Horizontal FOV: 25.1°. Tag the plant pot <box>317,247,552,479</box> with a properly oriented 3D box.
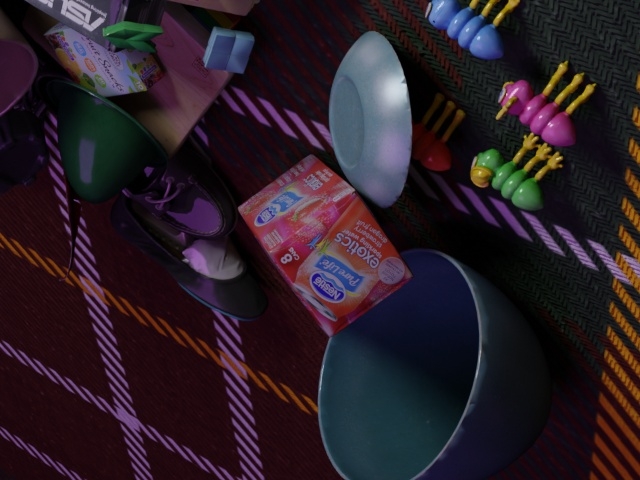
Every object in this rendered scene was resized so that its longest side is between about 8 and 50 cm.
[{"bbox_3d":[0.161,0.175,1.714,0.195,0.290,0.290,20,161,-33],"label":"plant pot"}]

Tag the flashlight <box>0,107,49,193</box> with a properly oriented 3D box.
[{"bbox_3d":[-0.424,-0.196,1.907,0.304,0.103,0.103,-121,18,-46],"label":"flashlight"}]

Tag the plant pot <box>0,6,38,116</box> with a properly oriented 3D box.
[{"bbox_3d":[-0.508,-0.269,1.681,0.274,0.257,0.256,60,150,14],"label":"plant pot"}]

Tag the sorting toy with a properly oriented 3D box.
[{"bbox_3d":[-0.219,-0.258,1.759,0.257,0.089,0.255,44,148,-2],"label":"sorting toy"}]

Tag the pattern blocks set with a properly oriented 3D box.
[{"bbox_3d":[-0.107,-0.320,1.451,0.285,0.026,0.324,15,123,-29],"label":"pattern blocks set"}]

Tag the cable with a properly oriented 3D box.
[{"bbox_3d":[-0.439,-0.173,2.109,0.139,0.072,0.287,52,147,-6],"label":"cable"}]

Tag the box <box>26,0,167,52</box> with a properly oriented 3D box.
[{"bbox_3d":[-0.312,-0.433,1.532,0.395,0.097,0.318,32,127,15],"label":"box"}]

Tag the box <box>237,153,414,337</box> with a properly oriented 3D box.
[{"bbox_3d":[0.000,0.000,1.686,0.128,0.123,0.257,55,178,-17],"label":"box"}]

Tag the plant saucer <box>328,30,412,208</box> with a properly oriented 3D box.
[{"bbox_3d":[0.045,-0.130,1.564,0.195,0.037,0.194,175,90,-70],"label":"plant saucer"}]

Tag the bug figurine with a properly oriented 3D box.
[{"bbox_3d":[0.165,-0.134,1.499,0.216,0.072,0.279,36,147,12],"label":"bug figurine"}]

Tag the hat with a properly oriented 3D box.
[{"bbox_3d":[-0.303,-0.067,1.787,0.173,0.183,0.208,12,155,50],"label":"hat"}]

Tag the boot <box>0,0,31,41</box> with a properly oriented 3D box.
[{"bbox_3d":[-0.587,-0.435,1.898,0.445,0.146,0.367,9,125,37],"label":"boot"}]

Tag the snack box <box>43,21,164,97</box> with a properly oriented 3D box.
[{"bbox_3d":[-0.261,-0.223,1.724,0.141,0.037,0.100,-1,129,50],"label":"snack box"}]

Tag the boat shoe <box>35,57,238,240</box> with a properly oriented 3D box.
[{"bbox_3d":[-0.254,-0.115,1.926,0.335,0.095,0.112,46,117,-3],"label":"boat shoe"}]

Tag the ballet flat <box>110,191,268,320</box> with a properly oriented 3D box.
[{"bbox_3d":[-0.188,0.009,2.036,0.280,0.095,0.096,32,134,17],"label":"ballet flat"}]
